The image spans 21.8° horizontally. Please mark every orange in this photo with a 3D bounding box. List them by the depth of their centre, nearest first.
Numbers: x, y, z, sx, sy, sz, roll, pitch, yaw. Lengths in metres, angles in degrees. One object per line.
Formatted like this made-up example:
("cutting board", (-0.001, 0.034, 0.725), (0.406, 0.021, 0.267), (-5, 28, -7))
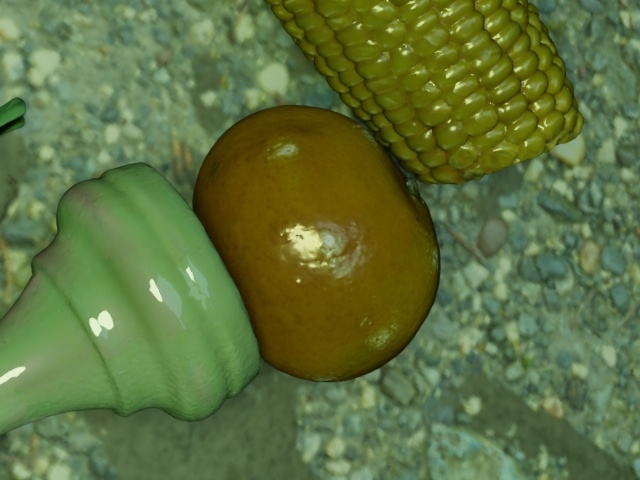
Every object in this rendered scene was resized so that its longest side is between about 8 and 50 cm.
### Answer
("orange", (0.000, 0.000, 0.911), (0.124, 0.156, 0.156), (-23, 99, 2))

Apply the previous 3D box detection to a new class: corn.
("corn", (0.010, -0.183, 0.940), (0.144, 0.144, 0.387), (-45, 107, -25))

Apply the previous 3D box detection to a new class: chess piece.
("chess piece", (-0.175, 0.080, 0.835), (0.271, 0.139, 0.139), (-30, 102, -16))

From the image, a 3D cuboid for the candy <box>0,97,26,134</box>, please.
("candy", (-0.251, -0.014, 0.822), (0.262, 0.073, 0.077), (-33, 76, -35))
